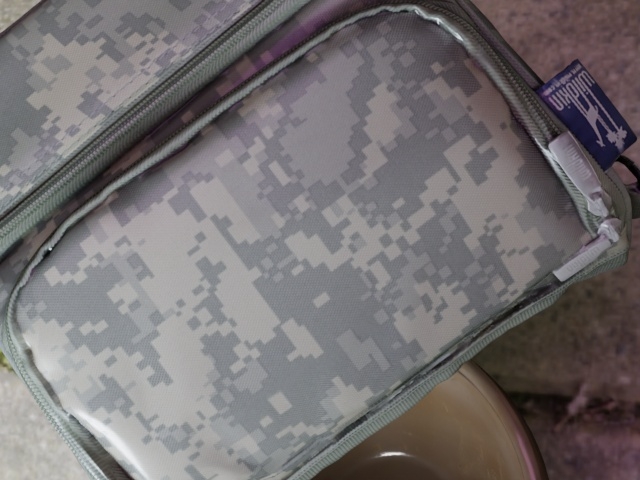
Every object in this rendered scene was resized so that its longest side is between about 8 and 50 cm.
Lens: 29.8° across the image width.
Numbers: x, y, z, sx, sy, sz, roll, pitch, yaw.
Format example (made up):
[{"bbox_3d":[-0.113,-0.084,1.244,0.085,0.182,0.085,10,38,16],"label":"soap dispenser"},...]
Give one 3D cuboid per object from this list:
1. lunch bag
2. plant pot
[{"bbox_3d":[-0.024,-0.015,0.611,0.305,0.212,0.256,-37,69,2],"label":"lunch bag"},{"bbox_3d":[0.026,0.169,0.692,0.237,0.110,0.237,-8,70,23],"label":"plant pot"}]
